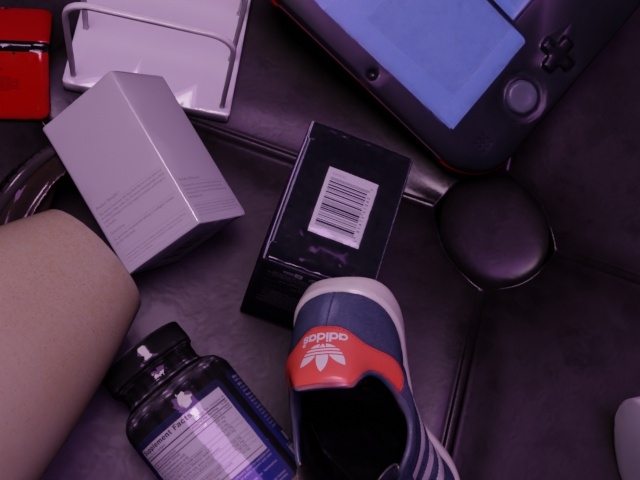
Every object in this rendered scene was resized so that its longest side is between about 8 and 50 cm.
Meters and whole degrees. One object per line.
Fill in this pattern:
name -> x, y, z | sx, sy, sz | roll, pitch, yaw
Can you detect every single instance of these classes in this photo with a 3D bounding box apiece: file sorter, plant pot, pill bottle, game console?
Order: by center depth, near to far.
plant pot -> -0.300, 0.103, 0.746 | 0.256, 0.256, 0.274 | 42, 62, 4
pill bottle -> -0.110, 0.191, 0.830 | 0.122, 0.123, 0.219 | -37, 82, -21
file sorter -> -0.167, -0.311, 0.961 | 0.192, 0.173, 0.278 | 11, 69, -9
game console -> -0.378, -0.202, 0.963 | 0.144, 0.085, 0.124 | -1, 103, -12
game console -> 0.157, -0.307, 0.996 | 0.386, 0.060, 0.342 | 42, 90, -12

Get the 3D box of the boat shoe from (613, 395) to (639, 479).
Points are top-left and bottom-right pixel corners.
boat shoe -> 0.406, 0.293, 0.924 | 0.088, 0.096, 0.268 | -14, 76, -20

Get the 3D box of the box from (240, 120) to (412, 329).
box -> 0.000, 0.000, 0.872 | 0.108, 0.207, 0.153 | 20, 68, -5

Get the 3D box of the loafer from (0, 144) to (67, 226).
loafer -> -0.321, -0.002, 0.883 | 0.078, 0.080, 0.220 | 37, 77, -23

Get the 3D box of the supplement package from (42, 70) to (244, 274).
supplement package -> -0.181, -0.072, 0.886 | 0.105, 0.105, 0.179 | -33, 85, 22

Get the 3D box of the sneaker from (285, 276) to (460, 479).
sneaker -> 0.044, 0.210, 0.765 | 0.131, 0.350, 0.148 | -12, 28, 18
